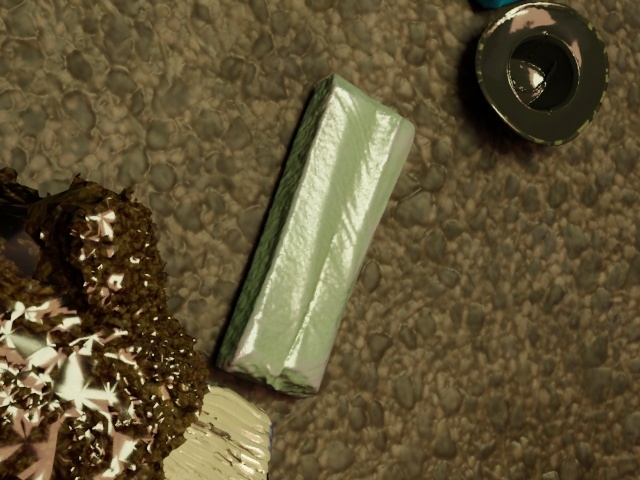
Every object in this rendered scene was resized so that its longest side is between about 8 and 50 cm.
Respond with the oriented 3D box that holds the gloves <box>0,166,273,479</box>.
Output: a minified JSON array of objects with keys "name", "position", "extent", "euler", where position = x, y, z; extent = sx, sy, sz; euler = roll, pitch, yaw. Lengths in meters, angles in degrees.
[{"name":"gloves","position":[-0.150,0.082,0.855],"extent":[0.312,0.135,0.210],"euler":[41,72,-19]}]

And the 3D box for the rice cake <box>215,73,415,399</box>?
[{"name":"rice cake","position":[-0.001,0.001,1.010],"extent":[0.080,0.042,0.222],"euler":[31,69,-30]}]

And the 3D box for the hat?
[{"name":"hat","position":[0.162,-0.122,1.118],"extent":[0.121,0.050,0.121],"euler":[2,85,-27]}]

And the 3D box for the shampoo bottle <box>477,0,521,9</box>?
[{"name":"shampoo bottle","position":[0.161,-0.230,1.128],"extent":[0.183,0.050,0.087],"euler":[-20,99,-32]}]
